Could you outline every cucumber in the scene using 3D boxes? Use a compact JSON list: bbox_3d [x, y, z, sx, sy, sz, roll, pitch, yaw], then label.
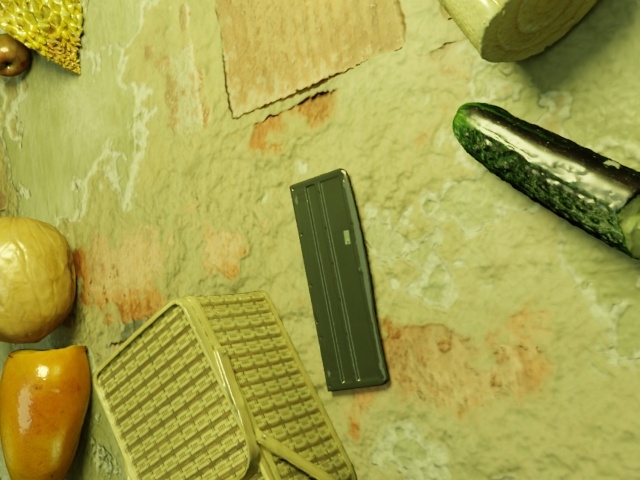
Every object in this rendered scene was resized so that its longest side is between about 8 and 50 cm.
[{"bbox_3d":[0.229,-0.070,0.653,0.241,0.074,0.074,37,110,31],"label":"cucumber"}]

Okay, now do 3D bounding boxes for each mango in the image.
[{"bbox_3d":[-0.476,0.312,1.117,0.187,0.138,0.257,-14,76,47],"label":"mango"}]

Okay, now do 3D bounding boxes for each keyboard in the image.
[{"bbox_3d":[0.007,-0.002,0.837,0.103,0.041,0.381,-15,88,34],"label":"keyboard"}]

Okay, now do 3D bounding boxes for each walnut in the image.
[{"bbox_3d":[-0.514,0.069,1.119,0.195,0.195,0.221,-16,88,35],"label":"walnut"}]

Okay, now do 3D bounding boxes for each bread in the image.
[{"bbox_3d":[0.186,-0.273,0.645,0.148,0.134,0.141,-36,65,18],"label":"bread"}]

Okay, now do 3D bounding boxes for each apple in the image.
[{"bbox_3d":[-0.589,-0.350,1.232,0.084,0.084,0.071,-34,63,31],"label":"apple"}]

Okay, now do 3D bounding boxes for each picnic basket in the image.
[{"bbox_3d":[-0.130,0.246,0.845,0.228,0.175,0.313,-39,69,29],"label":"picnic basket"}]

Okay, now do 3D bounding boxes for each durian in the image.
[{"bbox_3d":[-0.503,-0.383,1.158,0.132,0.165,0.182,102,157,-46],"label":"durian"}]
